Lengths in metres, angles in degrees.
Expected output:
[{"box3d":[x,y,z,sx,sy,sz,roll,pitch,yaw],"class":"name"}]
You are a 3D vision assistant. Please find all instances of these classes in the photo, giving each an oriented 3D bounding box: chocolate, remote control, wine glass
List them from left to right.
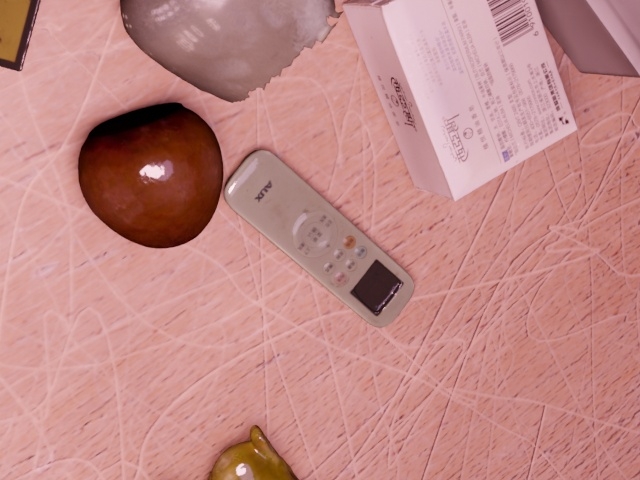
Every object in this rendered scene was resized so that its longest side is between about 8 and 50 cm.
[{"box3d":[-0.188,-0.066,1.517,0.177,0.177,0.176,-6,103,-25],"class":"chocolate"},{"box3d":[-0.143,-0.319,1.446,0.323,0.238,0.238,44,81,-23],"class":"wine glass"},{"box3d":[0.000,0.001,1.687,0.309,0.038,0.090,42,82,-27],"class":"remote control"}]

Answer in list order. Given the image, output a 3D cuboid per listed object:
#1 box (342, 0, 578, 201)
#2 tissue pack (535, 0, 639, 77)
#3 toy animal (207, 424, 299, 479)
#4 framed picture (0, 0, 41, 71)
[{"box3d":[0.180,-0.218,1.681,0.203,0.116,0.274,-31,113,-16],"class":"box"},{"box3d":[0.369,-0.349,1.734,0.159,0.136,0.246,-47,117,-9],"class":"tissue pack"},{"box3d":[-0.151,0.401,1.618,0.363,0.180,0.181,-37,78,-20],"class":"toy animal"},{"box3d":[-0.360,-0.354,1.351,0.013,0.244,0.323,5,101,-68],"class":"framed picture"}]
